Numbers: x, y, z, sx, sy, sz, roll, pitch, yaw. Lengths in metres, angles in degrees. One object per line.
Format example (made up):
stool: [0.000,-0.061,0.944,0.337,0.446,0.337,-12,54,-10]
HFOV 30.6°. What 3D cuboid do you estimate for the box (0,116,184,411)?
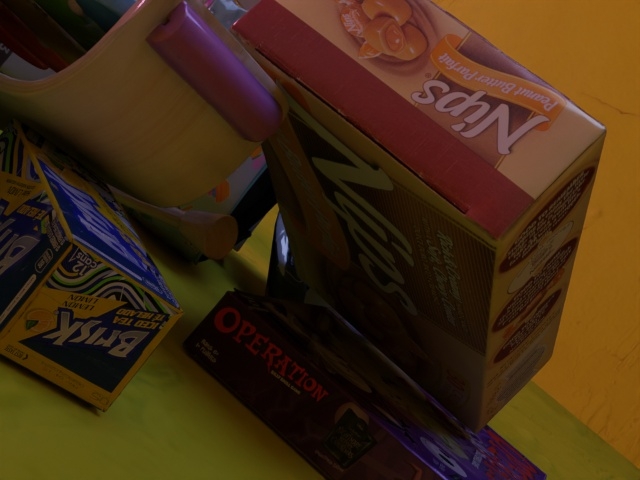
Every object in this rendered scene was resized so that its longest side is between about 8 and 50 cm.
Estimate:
box: [-0.116,0.004,0.512,0.059,0.054,0.169,36,4,-30]

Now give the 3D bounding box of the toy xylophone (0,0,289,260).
toy xylophone: [-0.158,-0.099,0.657,0.322,0.081,0.236,27,-10,28]

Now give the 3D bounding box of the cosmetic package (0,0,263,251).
cosmetic package: [-0.163,-0.188,1.027,0.385,0.217,0.156,36,-2,-7]

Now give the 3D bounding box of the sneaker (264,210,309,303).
sneaker: [0.000,0.000,1.004,0.077,0.072,0.178,10,32,3]

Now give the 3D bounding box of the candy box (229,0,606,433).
candy box: [0.058,-0.013,0.708,0.183,0.087,0.316,40,-16,21]

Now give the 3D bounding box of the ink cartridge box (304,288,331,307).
ink cartridge box: [0.053,0.074,1.079,0.127,0.072,0.175,35,5,-43]

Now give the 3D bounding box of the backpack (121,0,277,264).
backpack: [-0.075,-0.081,0.878,0.144,0.188,0.166,32,-12,-7]

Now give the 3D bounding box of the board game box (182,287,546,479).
board game box: [0.051,0.121,0.780,0.208,0.056,0.347,44,5,13]
